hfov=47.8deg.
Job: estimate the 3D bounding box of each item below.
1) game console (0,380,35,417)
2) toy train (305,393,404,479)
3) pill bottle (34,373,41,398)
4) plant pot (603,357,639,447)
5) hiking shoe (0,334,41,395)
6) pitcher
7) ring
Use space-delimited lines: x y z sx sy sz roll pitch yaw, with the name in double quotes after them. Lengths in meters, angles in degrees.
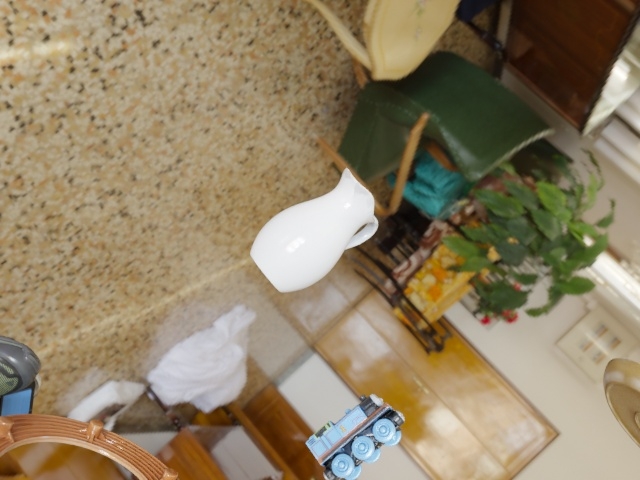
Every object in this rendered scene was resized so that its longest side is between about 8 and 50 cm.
-0.538 0.317 1.260 0.071 0.107 0.122 6 101 -24 "game console"
0.067 0.363 1.339 0.184 0.105 0.080 -40 151 -2 "toy train"
-0.644 0.321 1.531 0.078 0.078 0.137 -44 -169 2 "pill bottle"
0.508 0.279 1.077 0.032 0.236 0.236 -36 162 -10 "plant pot"
-0.424 0.179 0.804 0.227 0.114 0.086 -14 126 6 "hiking shoe"
0.000 0.000 1.190 0.207 0.125 0.178 -38 147 -2 "pitcher"
-0.315 0.319 0.953 0.032 0.336 0.336 -65 160 7 "ring"
